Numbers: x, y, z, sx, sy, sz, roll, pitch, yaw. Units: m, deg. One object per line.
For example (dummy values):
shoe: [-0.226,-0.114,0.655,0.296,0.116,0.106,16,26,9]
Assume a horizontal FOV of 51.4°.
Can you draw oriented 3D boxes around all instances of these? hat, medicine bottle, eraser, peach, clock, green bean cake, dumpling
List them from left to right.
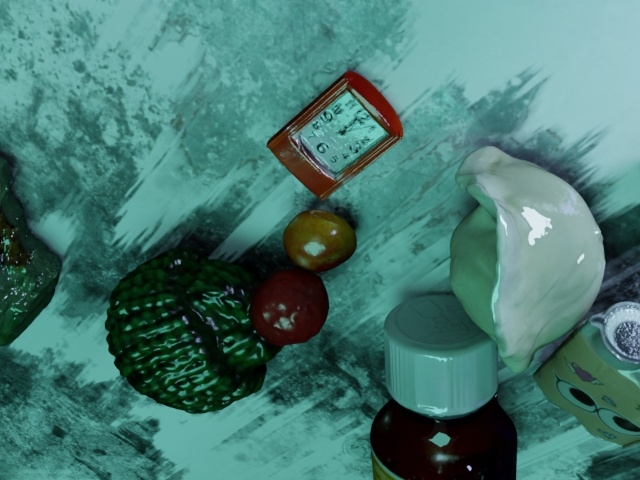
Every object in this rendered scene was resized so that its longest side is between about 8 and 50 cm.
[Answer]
green bean cake: [-0.594,0.003,1.114,0.300,0.169,0.308,30,127,-7]
hat: [-0.139,0.115,1.036,0.332,0.242,0.274,-24,141,21]
peach: [0.001,0.001,0.975,0.100,0.101,0.101,8,128,11]
clock: [0.022,-0.142,0.888,0.155,0.061,0.113,-35,110,31]
medicine bottle: [0.199,0.285,1.057,0.242,0.242,0.395,5,114,14]
dumpling: [0.260,0.044,0.834,0.187,0.243,0.318,-11,110,23]
eraser: [0.405,0.189,0.909,0.171,0.087,0.290,37,162,18]
